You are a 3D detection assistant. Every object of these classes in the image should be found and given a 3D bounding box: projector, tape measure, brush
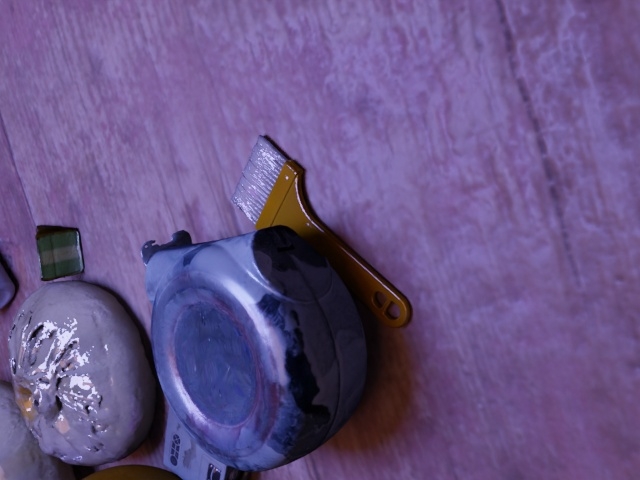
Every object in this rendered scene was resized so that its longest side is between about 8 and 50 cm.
[{"bbox_3d":[-0.143,0.256,1.025,0.115,0.061,0.147,27,118,33],"label":"projector"},{"bbox_3d":[-0.072,0.111,0.869,0.256,0.147,0.275,-10,95,45],"label":"tape measure"},{"bbox_3d":[0.000,0.000,0.872,0.272,0.013,0.103,44,126,22],"label":"brush"}]

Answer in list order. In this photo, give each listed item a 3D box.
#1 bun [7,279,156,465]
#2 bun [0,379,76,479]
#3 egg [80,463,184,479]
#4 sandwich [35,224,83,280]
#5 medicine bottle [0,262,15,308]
[{"bbox_3d":[-0.375,0.200,1.148,0.287,0.146,0.287,10,105,39],"label":"bun"},{"bbox_3d":[-0.542,0.382,1.299,0.364,0.202,0.364,12,111,33],"label":"bun"},{"bbox_3d":[-0.243,0.457,0.999,0.351,0.282,0.283,-121,42,-53],"label":"egg"},{"bbox_3d":[-0.430,0.017,1.192,0.116,0.074,0.074,5,104,39],"label":"sandwich"},{"bbox_3d":[-0.604,0.044,1.325,0.168,0.105,0.105,52,128,16],"label":"medicine bottle"}]
